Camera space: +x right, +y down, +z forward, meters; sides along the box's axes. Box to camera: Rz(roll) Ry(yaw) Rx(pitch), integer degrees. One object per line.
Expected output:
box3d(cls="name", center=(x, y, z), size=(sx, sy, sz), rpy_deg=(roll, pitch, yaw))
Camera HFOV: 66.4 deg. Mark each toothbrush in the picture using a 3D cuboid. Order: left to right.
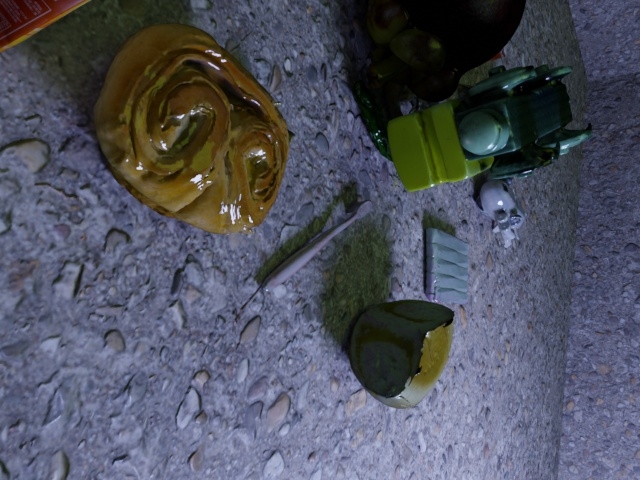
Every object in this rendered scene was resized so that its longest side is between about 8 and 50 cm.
box3d(cls="toothbrush", center=(0.000, 0.000, 0.811), size=(0.307, 0.030, 0.025), rpy_deg=(-39, 119, -43))

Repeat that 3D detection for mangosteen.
box3d(cls="mangosteen", center=(0.225, -0.418, 0.895), size=(0.297, 0.297, 0.313), rpy_deg=(-9, 94, -52))

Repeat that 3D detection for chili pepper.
box3d(cls="chili pepper", center=(0.151, -0.206, 0.979), size=(0.279, 0.065, 0.122), rpy_deg=(24, 70, -47))

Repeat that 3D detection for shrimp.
box3d(cls="shrimp", center=(0.219, -0.265, 1.086), size=(0.169, 0.058, 0.296), rpy_deg=(-53, 127, -27))

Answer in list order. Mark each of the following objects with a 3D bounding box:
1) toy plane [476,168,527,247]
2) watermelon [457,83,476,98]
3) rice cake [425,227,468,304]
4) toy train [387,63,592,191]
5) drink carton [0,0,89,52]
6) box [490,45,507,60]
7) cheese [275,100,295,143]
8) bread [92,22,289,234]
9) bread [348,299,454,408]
box3d(cls="toy plane", center=(0.527, -0.093, 1.434), size=(0.245, 0.117, 0.244), rpy_deg=(35, 45, -44))
box3d(cls="watermelon", center=(0.491, -0.352, 1.424), size=(0.303, 0.159, 0.128), rpy_deg=(-10, 135, -51))
box3d(cls="rice cake", center=(0.310, 0.068, 1.201), size=(0.198, 0.037, 0.189), rpy_deg=(4, 86, -52))
box3d(cls="toy train", center=(0.312, -0.208, 0.909), size=(0.442, 0.272, 0.179), rpy_deg=(-25, 101, -47))
box3d(cls="drink carton", center=(-0.207, -0.220, 0.380), size=(0.071, 0.223, 0.096), rpy_deg=(57, 48, -36))
box3d(cls="box", center=(0.391, -0.721, 1.260), size=(0.344, 0.122, 0.385), rpy_deg=(38, 60, -45))
box3d(cls="cheese", center=(-0.074, -0.167, 0.704), size=(0.060, 0.041, 0.084), rpy_deg=(-55, 146, -28))
box3d(cls="bread", center=(-0.137, -0.120, 0.554), size=(0.236, 0.120, 0.198), rpy_deg=(38, 61, -46))
box3d(cls="bread", center=(0.144, 0.212, 0.900), size=(0.261, 0.158, 0.156), rpy_deg=(-13, 109, -53))
